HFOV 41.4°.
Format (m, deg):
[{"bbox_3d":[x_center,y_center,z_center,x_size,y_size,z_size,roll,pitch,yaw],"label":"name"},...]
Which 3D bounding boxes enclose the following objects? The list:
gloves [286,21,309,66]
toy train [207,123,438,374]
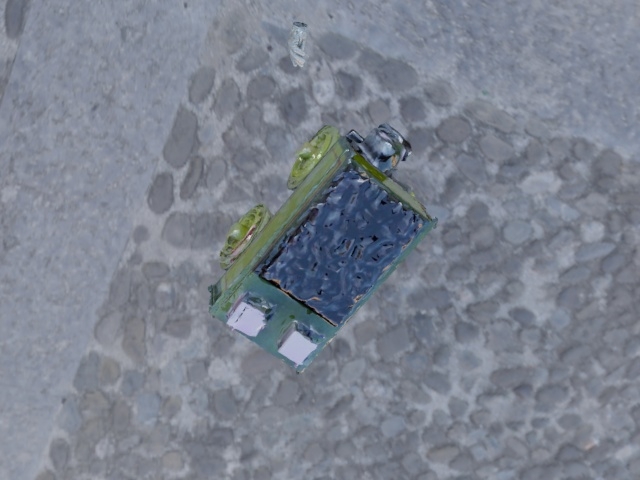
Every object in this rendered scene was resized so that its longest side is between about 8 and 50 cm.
[{"bbox_3d":[-0.033,-0.299,1.268,0.037,0.044,0.081,8,117,21],"label":"gloves"},{"bbox_3d":[0.000,0.000,0.855,0.134,0.177,0.261,36,103,-20],"label":"toy train"}]
